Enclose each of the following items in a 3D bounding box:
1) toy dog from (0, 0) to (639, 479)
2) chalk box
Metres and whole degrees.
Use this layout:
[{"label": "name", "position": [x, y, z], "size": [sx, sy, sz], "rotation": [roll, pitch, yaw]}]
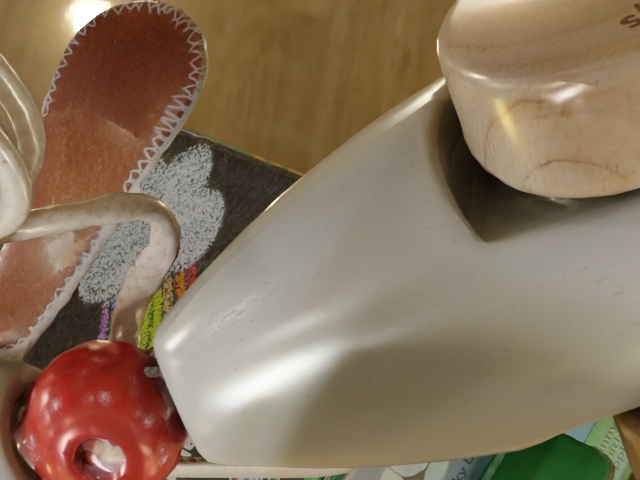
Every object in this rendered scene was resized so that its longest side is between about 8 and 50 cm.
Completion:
[{"label": "toy dog", "position": [0.000, 0.000, 0.535], "size": [0.333, 0.220, 0.161], "rotation": [2, -149, 5]}, {"label": "chalk box", "position": [0.015, 0.092, 0.826], "size": [0.289, 0.179, 0.180], "rotation": [25, -100, 47]}]
